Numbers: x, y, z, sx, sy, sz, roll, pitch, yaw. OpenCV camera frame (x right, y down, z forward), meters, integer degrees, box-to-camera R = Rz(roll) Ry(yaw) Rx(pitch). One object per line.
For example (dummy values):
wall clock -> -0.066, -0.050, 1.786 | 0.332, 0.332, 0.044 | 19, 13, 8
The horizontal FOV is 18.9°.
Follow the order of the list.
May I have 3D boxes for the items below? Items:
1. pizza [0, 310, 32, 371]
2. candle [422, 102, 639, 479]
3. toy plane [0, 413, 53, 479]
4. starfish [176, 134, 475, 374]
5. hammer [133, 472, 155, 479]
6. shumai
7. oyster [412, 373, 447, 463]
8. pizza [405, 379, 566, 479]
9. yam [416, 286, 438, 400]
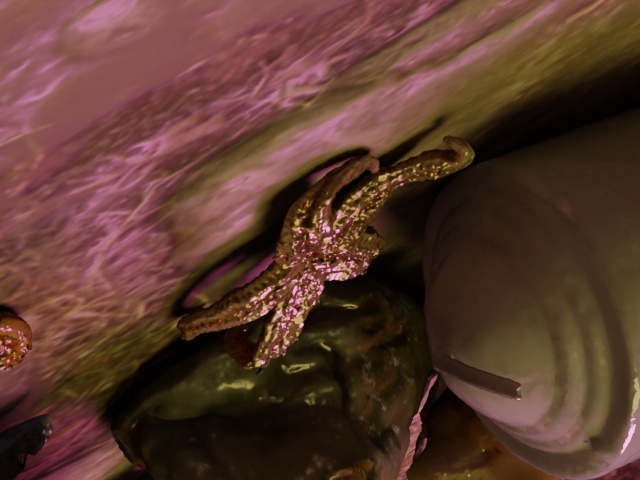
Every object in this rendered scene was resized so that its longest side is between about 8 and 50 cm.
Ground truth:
pizza -> -0.168, 0.055, 1.004 | 0.037, 0.016, 0.083 | -21, 164, -12
candle -> 0.195, 0.024, 1.224 | 0.342, 0.221, 0.221 | -18, 160, -28
toy plane -> -0.241, 0.193, 1.170 | 0.246, 0.078, 0.169 | -37, 164, 18
starfish -> 0.006, 0.008, 1.119 | 0.209, 0.053, 0.150 | -37, 168, 14
hammer -> -0.032, 0.210, 1.374 | 0.290, 0.037, 0.137 | 4, -149, 33
shumai -> 0.001, 0.155, 1.288 | 0.272, 0.204, 0.222 | -22, 162, -40
oyster -> 0.148, 0.125, 1.635 | 0.275, 0.100, 0.271 | -40, 166, -20
pizza -> 0.159, 0.113, 1.339 | 0.204, 0.081, 0.188 | -10, -164, 24
yam -> 0.061, 0.107, 1.503 | 0.061, 0.061, 0.253 | -25, 162, -21
